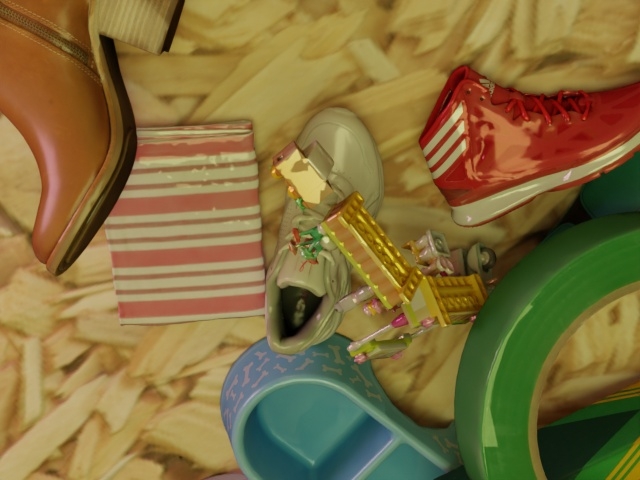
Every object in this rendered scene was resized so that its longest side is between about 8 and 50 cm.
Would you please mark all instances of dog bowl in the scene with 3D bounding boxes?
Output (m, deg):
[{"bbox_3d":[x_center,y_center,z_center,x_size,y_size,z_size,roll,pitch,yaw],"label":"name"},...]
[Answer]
[{"bbox_3d":[0.036,0.213,1.405,0.297,0.074,0.166,38,107,-14],"label":"dog bowl"}]

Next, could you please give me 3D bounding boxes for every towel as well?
[{"bbox_3d":[-0.125,-0.014,1.343,0.144,0.029,0.197,-3,114,1],"label":"towel"}]

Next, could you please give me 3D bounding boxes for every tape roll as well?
[{"bbox_3d":[0.276,0.138,1.239,0.321,0.077,0.321,-2,101,-12],"label":"tape roll"}]

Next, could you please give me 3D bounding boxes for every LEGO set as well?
[{"bbox_3d":[0.042,0.031,1.247,0.107,0.132,0.287,-31,140,31],"label":"LEGO set"}]

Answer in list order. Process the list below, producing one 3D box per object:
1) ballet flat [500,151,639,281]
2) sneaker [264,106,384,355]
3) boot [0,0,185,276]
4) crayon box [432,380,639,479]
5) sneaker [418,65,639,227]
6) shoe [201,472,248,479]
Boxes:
[{"bbox_3d":[0.260,-0.006,1.322,0.087,0.083,0.247,25,114,-41],"label":"ballet flat"},{"bbox_3d":[0.000,0.000,1.291,0.090,0.115,0.232,10,107,7],"label":"sneaker"},{"bbox_3d":[-0.257,-0.131,1.235,0.220,0.109,0.283,19,98,-1],"label":"boot"},{"bbox_3d":[0.311,0.330,1.393,0.313,0.106,0.363,-24,111,-7],"label":"crayon box"},{"bbox_3d":[0.187,-0.110,1.269,0.221,0.087,0.128,-29,110,10],"label":"sneaker"},{"bbox_3d":[-0.127,0.294,1.447,0.178,0.063,0.081,-21,112,14],"label":"shoe"}]
